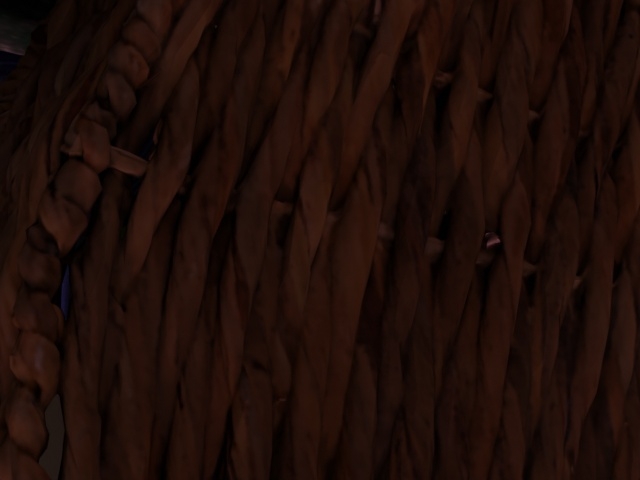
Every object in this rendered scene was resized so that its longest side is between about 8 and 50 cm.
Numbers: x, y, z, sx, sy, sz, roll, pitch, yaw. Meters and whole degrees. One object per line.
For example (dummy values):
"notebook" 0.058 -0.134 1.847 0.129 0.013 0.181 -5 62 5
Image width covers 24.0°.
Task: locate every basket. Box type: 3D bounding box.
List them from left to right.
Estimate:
"basket" -0.031 0.050 0.479 0.213 0.299 0.223 17 165 -26

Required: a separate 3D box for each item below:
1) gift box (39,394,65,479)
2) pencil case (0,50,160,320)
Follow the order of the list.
"gift box" -0.272 0.118 1.072 0.255 0.258 0.276 14 158 -14
"pencil case" -0.194 -0.036 0.577 0.306 0.119 0.133 17 137 12
